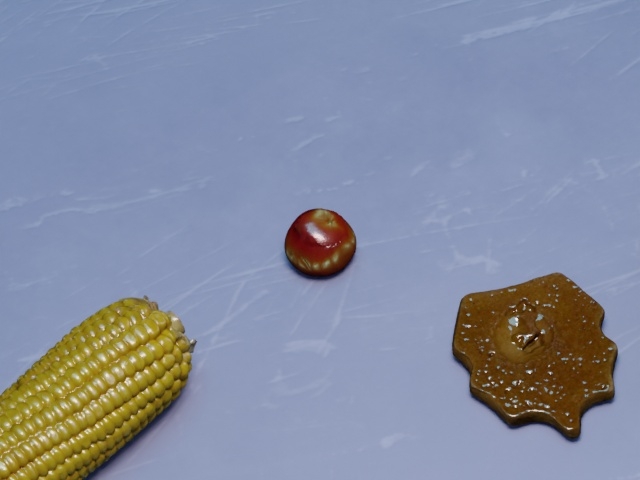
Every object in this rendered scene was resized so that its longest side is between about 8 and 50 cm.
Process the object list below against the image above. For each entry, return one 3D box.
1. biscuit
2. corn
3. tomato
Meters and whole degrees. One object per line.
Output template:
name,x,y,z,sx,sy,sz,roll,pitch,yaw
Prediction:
biscuit,0.249,0.137,1.897,0.182,0.034,0.215,-14,52,-5
corn,-0.293,0.203,1.828,0.144,0.144,0.387,33,58,29
tomato,0.000,0.000,2.013,0.087,0.075,0.087,0,49,0
